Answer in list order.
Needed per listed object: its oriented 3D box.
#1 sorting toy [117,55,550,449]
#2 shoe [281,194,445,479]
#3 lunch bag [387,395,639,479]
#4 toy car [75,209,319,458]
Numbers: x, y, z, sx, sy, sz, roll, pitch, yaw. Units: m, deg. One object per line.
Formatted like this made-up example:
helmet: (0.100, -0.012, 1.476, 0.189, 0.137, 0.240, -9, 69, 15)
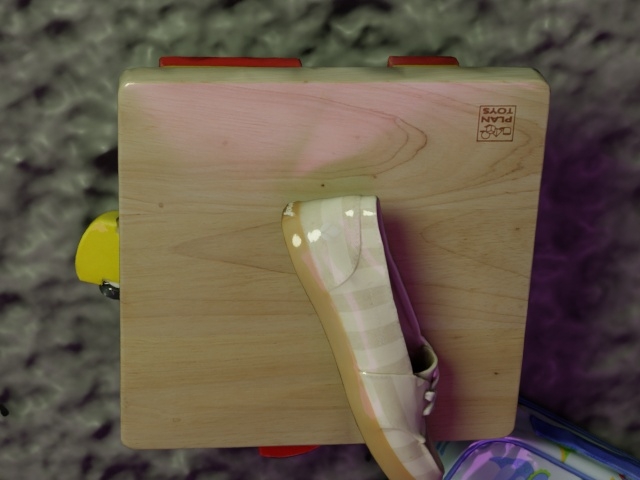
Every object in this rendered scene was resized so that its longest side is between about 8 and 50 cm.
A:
sorting toy: (0.000, 0.000, 1.184, 0.257, 0.089, 0.255, -1, 117, -7)
shoe: (0.041, 0.067, 1.129, 0.058, 0.076, 0.219, -19, 116, 8)
lunch bag: (0.159, 0.216, 1.373, 0.219, 0.090, 0.176, 26, 112, -18)
toy car: (-0.019, 0.013, 1.270, 0.225, 0.053, 0.239, -38, 115, 12)
